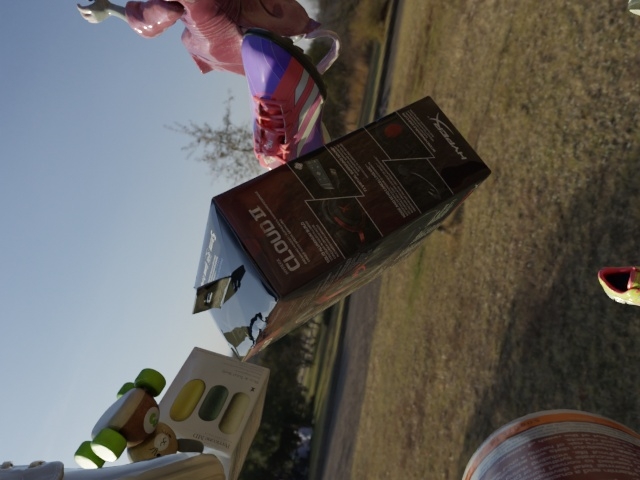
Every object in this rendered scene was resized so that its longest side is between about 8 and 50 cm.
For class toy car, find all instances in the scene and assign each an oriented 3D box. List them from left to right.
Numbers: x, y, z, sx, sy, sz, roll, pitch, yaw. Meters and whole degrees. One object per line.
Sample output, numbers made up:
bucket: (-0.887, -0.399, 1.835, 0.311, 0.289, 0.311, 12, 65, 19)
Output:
toy car: (-0.290, 0.348, 0.999, 0.149, 0.188, 0.155, -37, 17, 39)

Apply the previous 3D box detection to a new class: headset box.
headset box: (0.000, 0.000, 0.604, 0.293, 0.110, 0.218, -30, -14, -26)

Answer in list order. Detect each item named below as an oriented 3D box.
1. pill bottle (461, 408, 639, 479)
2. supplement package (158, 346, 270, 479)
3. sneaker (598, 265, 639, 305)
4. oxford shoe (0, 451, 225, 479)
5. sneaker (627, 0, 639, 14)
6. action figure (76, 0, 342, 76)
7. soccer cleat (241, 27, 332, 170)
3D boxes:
pill bottle: (0.216, 0.288, 0.410, 0.392, 0.223, 0.224, -9, -66, -78)
supplement package: (-0.257, 0.423, 1.327, 0.263, 0.199, 0.198, -65, -11, -58)
sneaker: (0.623, 0.092, 1.090, 0.208, 0.094, 0.082, 6, 71, 53)
oxford shoe: (-0.325, 0.285, 0.595, 0.169, 0.448, 0.130, 95, 157, -46)
sneaker: (0.357, -0.214, 0.479, 0.071, 0.190, 0.083, -127, 48, -68)
action figure: (-0.172, -0.347, 0.881, 0.248, 0.275, 0.370, -50, -14, 10)
soccer cleat: (-0.054, -0.165, 0.822, 0.117, 0.108, 0.318, -59, -16, -14)
